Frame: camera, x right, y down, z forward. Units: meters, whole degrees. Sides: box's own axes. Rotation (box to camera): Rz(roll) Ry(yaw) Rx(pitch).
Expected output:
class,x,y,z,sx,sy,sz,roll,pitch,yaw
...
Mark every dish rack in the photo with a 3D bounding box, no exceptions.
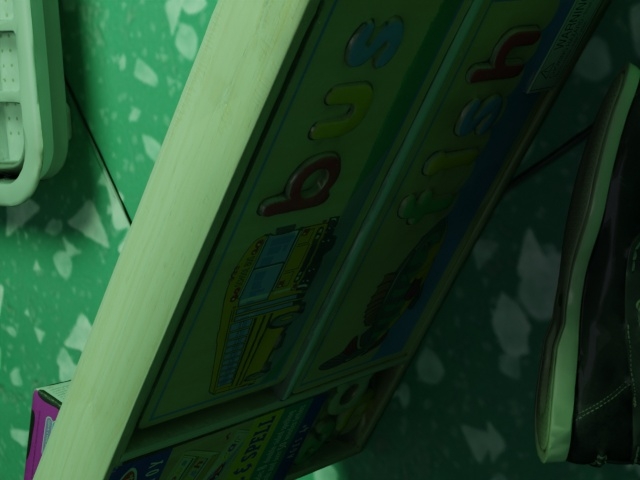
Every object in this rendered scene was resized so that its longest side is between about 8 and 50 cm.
class,x,y,z,sx,sy,sz,roll,pitch,yaw
dish rack,-0.320,-0.179,1.237,0.333,0.072,0.285,5,103,42

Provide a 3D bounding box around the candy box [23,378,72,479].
class,x,y,z,sx,sy,sz,roll,pitch,yaw
candy box,-0.138,0.226,1.153,0.233,0.071,0.159,27,116,37

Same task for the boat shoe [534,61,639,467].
class,x,y,z,sx,sy,sz,roll,pitch,yaw
boat shoe,0.175,0.016,0.832,0.079,0.084,0.233,7,98,3

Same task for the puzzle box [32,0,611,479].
class,x,y,z,sx,sy,sz,roll,pitch,yaw
puzzle box,0.000,0.000,0.841,0.052,0.272,0.409,44,126,28
